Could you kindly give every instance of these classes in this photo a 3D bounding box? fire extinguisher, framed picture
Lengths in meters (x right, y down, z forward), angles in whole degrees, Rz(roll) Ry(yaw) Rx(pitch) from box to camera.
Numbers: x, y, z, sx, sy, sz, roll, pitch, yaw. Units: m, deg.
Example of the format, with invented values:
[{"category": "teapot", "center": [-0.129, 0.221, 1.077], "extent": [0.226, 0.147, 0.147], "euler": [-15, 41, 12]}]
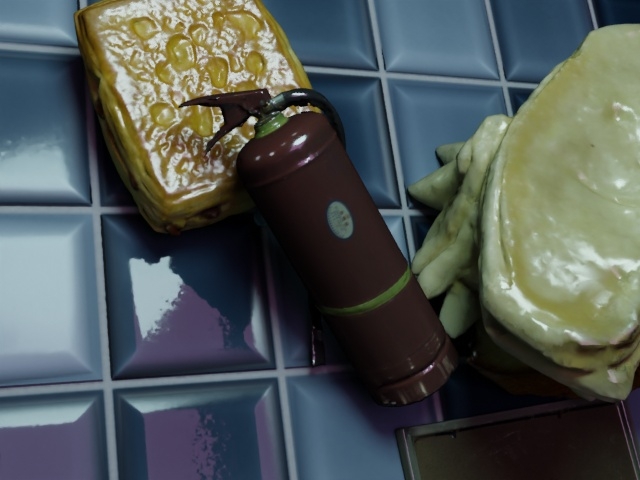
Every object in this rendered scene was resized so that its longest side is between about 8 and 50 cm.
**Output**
[{"category": "fire extinguisher", "center": [0.000, 0.000, 0.837], "extent": [0.141, 0.105, 0.341], "euler": [-29, 109, 4]}, {"category": "framed picture", "center": [0.226, 0.276, 0.938], "extent": [0.289, 0.016, 0.213], "euler": [-5, 74, -25]}]

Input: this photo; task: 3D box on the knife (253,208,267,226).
[{"category": "knife", "center": [-0.043, -0.054, 0.940], "extent": [0.027, 0.010, 0.096], "euler": [31, 63, -10]}]

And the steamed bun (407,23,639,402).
[{"category": "steamed bun", "center": [0.216, -0.035, 0.919], "extent": [0.247, 0.189, 0.428], "euler": [18, 57, 2]}]

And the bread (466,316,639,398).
[{"category": "bread", "center": [0.289, 0.099, 0.957], "extent": [0.260, 0.134, 0.129], "euler": [-9, 52, 16]}]

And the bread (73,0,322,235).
[{"category": "bread", "center": [-0.117, -0.137, 0.891], "extent": [0.210, 0.099, 0.235], "euler": [-24, 86, -25]}]
